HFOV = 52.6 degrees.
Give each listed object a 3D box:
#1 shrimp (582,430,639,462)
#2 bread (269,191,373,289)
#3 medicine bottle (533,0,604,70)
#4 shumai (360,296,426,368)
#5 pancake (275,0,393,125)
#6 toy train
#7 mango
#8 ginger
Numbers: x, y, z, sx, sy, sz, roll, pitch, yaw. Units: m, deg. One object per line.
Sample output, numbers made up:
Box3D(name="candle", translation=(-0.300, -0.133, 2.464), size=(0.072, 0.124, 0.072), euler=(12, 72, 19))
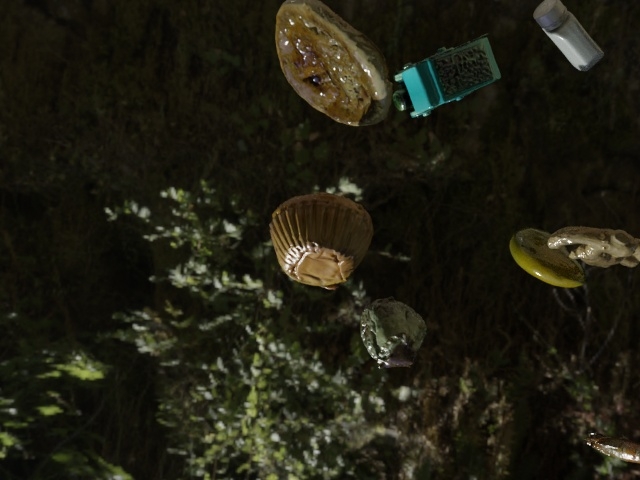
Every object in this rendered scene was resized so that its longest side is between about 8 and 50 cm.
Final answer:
Box3D(name="shrimp", translation=(0.840, 0.568, 1.755), size=(0.150, 0.068, 0.248), euler=(27, 168, -38))
Box3D(name="bread", translation=(0.000, 0.000, 1.605), size=(0.274, 0.149, 0.274), euler=(3, 146, 2))
Box3D(name="medicine bottle", translation=(0.584, -0.489, 1.532), size=(0.183, 0.069, 0.119), euler=(35, -157, -25))
Box3D(name="shumai", translation=(0.184, 0.246, 1.693), size=(0.184, 0.184, 0.142), euler=(8, -172, -1))
Box3D(name="pancake", translation=(0.026, -0.405, 1.521), size=(0.356, 0.065, 0.356), euler=(36, 159, 17))
Box3D(name="toy train", translation=(0.248, -0.324, 1.287), size=(0.203, 0.112, 0.163), euler=(-28, -169, -16))
Box3D(name="mango", translation=(0.487, 0.033, 1.407), size=(0.122, 0.085, 0.191), euler=(12, -158, -21))
Box3D(name="ginger", translation=(0.572, 0.021, 1.259), size=(0.258, 0.065, 0.149), euler=(16, 171, -37))
